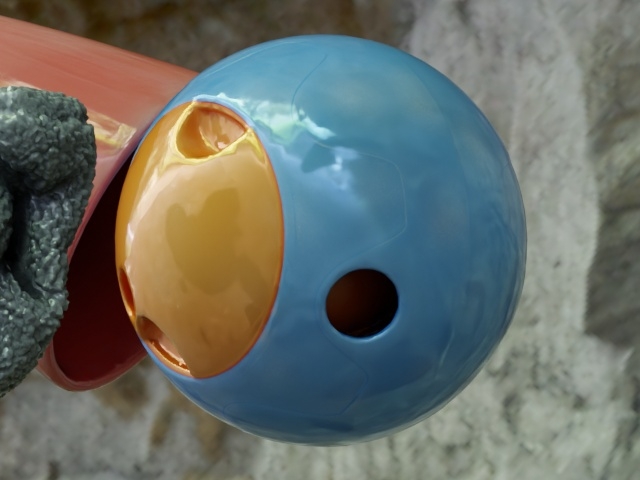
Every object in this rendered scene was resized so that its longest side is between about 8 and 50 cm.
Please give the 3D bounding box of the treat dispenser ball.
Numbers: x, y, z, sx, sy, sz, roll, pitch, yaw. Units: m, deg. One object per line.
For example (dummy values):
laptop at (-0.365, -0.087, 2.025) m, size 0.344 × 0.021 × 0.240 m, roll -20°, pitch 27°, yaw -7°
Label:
treat dispenser ball at (0.000, 0.000, 1.106) m, size 0.288 × 0.288 × 0.288 m, roll 28°, pitch -38°, yaw 25°

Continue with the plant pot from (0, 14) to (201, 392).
plant pot at (-0.227, -0.052, 1.282) m, size 0.243 × 0.275 × 0.275 m, roll 28°, pitch -38°, yaw 18°

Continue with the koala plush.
koala plush at (-0.265, -0.005, 0.859) m, size 0.196 × 0.203 × 0.221 m, roll -10°, pitch -22°, yaw 34°
